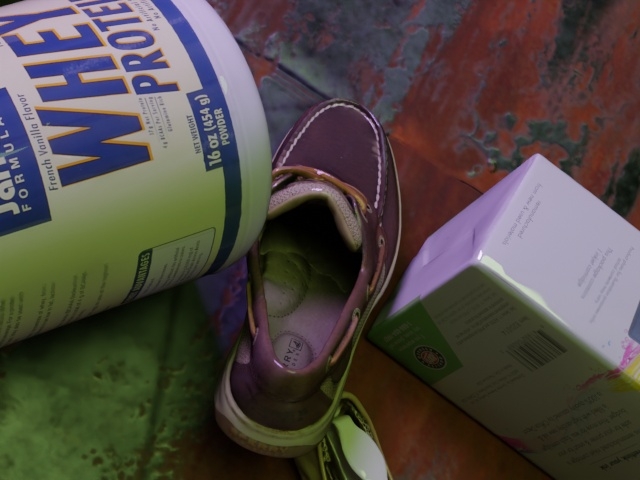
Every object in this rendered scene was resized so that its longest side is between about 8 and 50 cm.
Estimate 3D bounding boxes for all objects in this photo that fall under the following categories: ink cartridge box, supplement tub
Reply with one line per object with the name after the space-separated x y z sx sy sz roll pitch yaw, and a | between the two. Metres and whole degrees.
0.239 0.110 1.563 0.353 0.207 0.119 38 61 -7 | ink cartridge box
-0.224 -0.047 1.404 0.325 0.235 0.235 -20 79 -29 | supplement tub

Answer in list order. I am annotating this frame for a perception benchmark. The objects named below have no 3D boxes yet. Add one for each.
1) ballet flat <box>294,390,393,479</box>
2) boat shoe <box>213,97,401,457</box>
0.037 0.222 1.506 0.080 0.073 0.232 -18 78 -31 | ballet flat
0.000 0.000 1.516 0.123 0.123 0.342 17 49 1 | boat shoe
